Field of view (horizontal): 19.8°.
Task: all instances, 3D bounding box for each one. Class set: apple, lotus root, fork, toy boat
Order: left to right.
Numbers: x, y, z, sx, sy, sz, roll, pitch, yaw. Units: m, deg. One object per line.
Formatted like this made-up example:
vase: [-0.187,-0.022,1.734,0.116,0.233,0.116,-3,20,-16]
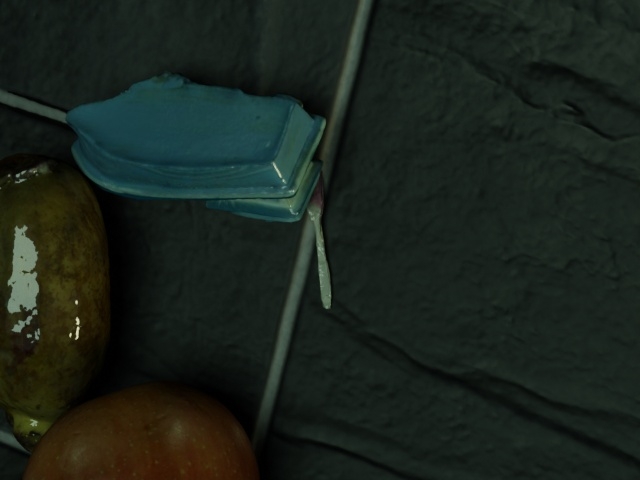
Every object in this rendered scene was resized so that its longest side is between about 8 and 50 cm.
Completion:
lotus root: [-0.239,0.055,1.525,0.145,0.128,0.260,19,114,53]
apple: [-0.148,0.203,1.493,0.201,0.201,0.162,-21,67,24]
toy boat: [-0.103,-0.068,1.480,0.238,0.098,0.109,7,59,29]
fork: [0.000,0.000,1.487,0.016,0.012,0.115,1,101,28]
